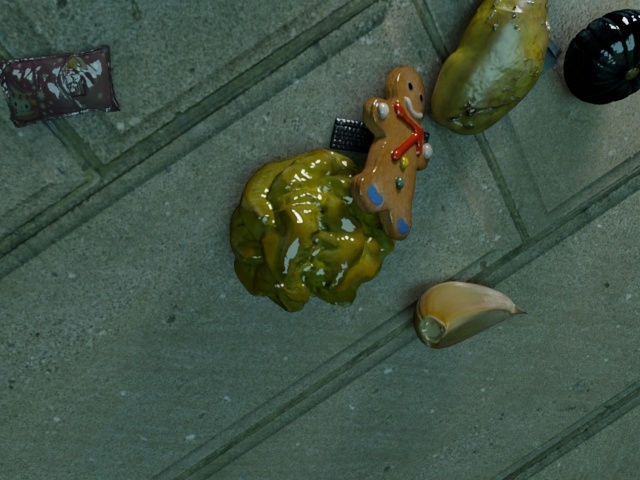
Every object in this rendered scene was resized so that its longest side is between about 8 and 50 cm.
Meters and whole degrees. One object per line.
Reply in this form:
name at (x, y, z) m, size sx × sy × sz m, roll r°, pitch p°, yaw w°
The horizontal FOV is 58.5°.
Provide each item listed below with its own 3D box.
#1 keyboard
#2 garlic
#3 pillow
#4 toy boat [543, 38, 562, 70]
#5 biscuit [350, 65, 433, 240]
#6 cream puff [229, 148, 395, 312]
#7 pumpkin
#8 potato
keyboard at (0.120, -0.200, 1.142) m, size 0.204 × 0.013 × 0.061 m, roll 5°, pitch 111°, yaw -18°
garlic at (0.315, 0.167, 1.271) m, size 0.244 × 0.164 × 0.146 m, roll -11°, pitch 98°, yaw -17°
pillow at (-0.430, -0.256, 0.948) m, size 0.184 × 0.043 × 0.118 m, roll -9°, pitch 121°, yaw -8°
toy boat at (0.424, -0.355, 1.156) m, size 0.096 × 0.034 × 0.122 m, roll 29°, pitch 111°, yaw -31°
biscuit at (0.143, -0.177, 1.045) m, size 0.205 × 0.049 × 0.324 m, roll 37°, pitch 60°, yaw -43°
cream puff at (0.002, 0.000, 1.064) m, size 0.324 × 0.257 × 0.291 m, roll 13°, pitch 112°, yaw -20°
pumpkin at (0.574, -0.358, 1.126) m, size 0.194 × 0.150 × 0.194 m, roll -7°, pitch 115°, yaw -16°
potato at (0.328, -0.337, 1.071) m, size 0.172 × 0.140 × 0.300 m, roll 23°, pitch 108°, yaw -18°
